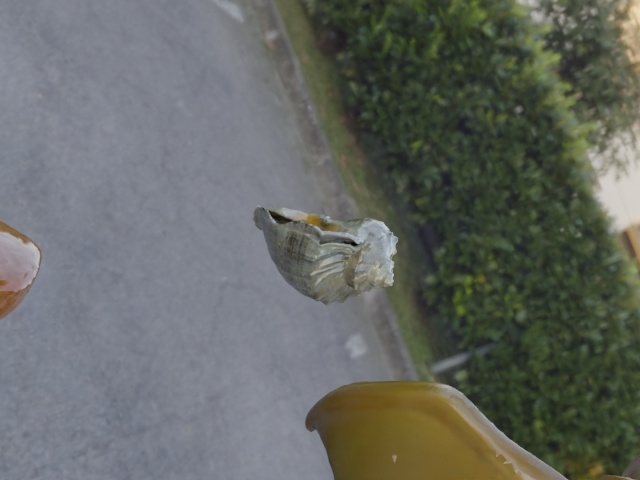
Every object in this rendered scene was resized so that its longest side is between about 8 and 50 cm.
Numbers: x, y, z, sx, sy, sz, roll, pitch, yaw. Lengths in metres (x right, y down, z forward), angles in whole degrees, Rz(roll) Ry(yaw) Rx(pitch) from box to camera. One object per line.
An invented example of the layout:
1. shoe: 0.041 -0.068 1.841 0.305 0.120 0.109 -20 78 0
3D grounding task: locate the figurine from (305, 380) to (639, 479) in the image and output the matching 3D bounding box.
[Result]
1. figurine: 0.174 0.283 0.494 0.268 0.387 0.401 22 61 -55

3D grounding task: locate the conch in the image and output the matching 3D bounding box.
1. conch: 0.000 0.000 1.035 0.207 0.130 0.155 33 -18 26

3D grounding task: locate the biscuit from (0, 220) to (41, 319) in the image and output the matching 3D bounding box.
1. biscuit: -0.302 -0.031 0.422 0.306 0.043 0.284 45 30 19
